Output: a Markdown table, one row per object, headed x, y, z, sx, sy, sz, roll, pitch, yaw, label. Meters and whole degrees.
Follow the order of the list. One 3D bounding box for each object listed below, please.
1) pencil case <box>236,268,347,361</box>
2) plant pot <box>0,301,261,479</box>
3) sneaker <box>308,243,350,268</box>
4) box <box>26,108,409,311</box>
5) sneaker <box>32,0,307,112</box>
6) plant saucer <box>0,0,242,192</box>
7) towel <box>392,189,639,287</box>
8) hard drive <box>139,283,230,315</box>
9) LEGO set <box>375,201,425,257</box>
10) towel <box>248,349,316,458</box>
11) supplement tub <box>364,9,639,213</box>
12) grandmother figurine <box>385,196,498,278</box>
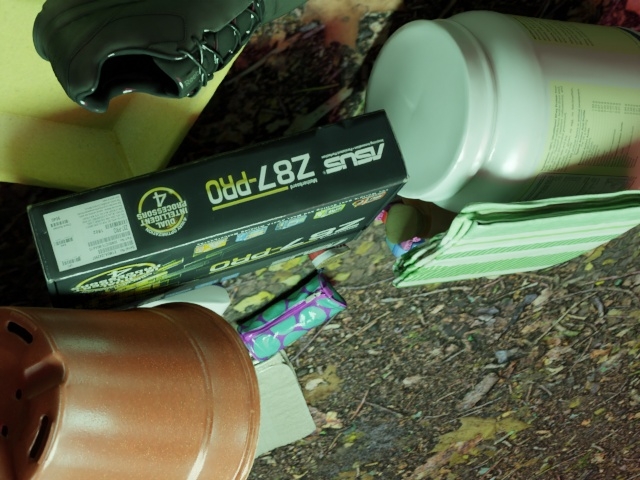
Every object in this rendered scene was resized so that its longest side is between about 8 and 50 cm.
| x | y | z | sx | sy | sz | roll | pitch | yaw | label |
| --- | --- | --- | --- | --- | --- | --- | --- | --- | --- |
| -0.041 | 0.106 | 1.863 | 0.151 | 0.064 | 0.070 | -34 | 161 | 10 | pencil case |
| -0.252 | 0.186 | 1.447 | 0.272 | 0.272 | 0.265 | -43 | 149 | 23 | plant pot |
| 0.000 | 0.000 | 1.781 | 0.042 | 0.067 | 0.118 | -37 | 174 | 11 | sneaker |
| -0.124 | -0.018 | 1.517 | 0.394 | 0.097 | 0.318 | -17 | 173 | -13 | box |
| -0.113 | -0.194 | 1.230 | 0.286 | 0.130 | 0.109 | -24 | 143 | -6 | sneaker |
| -0.253 | -0.198 | 1.318 | 0.332 | 0.081 | 0.333 | 7 | 133 | -39 | plant saucer |
| 0.234 | -0.003 | 1.584 | 0.247 | 0.038 | 0.325 | -6 | 168 | -13 | towel |
| -0.283 | 0.171 | 1.811 | 0.210 | 0.040 | 0.319 | 4 | 135 | -37 | hard drive |
| 0.182 | 0.002 | 1.844 | 0.227 | 0.093 | 0.087 | -8 | 142 | -25 | LEGO set |
| -0.116 | 0.255 | 2.026 | 0.187 | 0.049 | 0.282 | -22 | 146 | -4 | towel |
| 0.238 | -0.145 | 1.565 | 0.324 | 0.235 | 0.235 | 0 | 137 | -33 | supplement tub |
| 0.257 | -0.054 | 1.793 | 0.342 | 0.104 | 0.208 | 5 | 110 | -30 | grandmother figurine |
